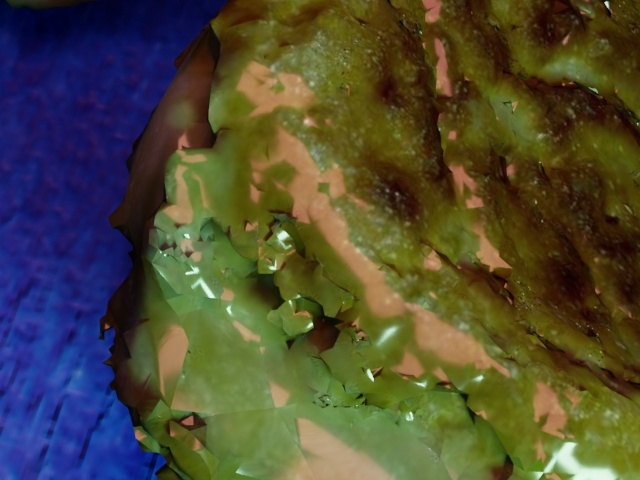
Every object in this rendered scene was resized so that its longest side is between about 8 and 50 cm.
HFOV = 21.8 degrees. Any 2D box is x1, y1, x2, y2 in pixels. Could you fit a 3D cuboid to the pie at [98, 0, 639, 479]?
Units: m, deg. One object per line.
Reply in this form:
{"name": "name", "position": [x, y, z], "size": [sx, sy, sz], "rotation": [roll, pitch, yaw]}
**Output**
{"name": "pie", "position": [0.084, -0.009, 0.613], "size": [0.288, 0.103, 0.354], "rotation": [42, 49, 1]}

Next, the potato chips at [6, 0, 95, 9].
{"name": "potato chips", "position": [-0.156, -0.275, 0.643], "size": [0.389, 0.097, 0.373], "rotation": [-8, 89, -2]}
